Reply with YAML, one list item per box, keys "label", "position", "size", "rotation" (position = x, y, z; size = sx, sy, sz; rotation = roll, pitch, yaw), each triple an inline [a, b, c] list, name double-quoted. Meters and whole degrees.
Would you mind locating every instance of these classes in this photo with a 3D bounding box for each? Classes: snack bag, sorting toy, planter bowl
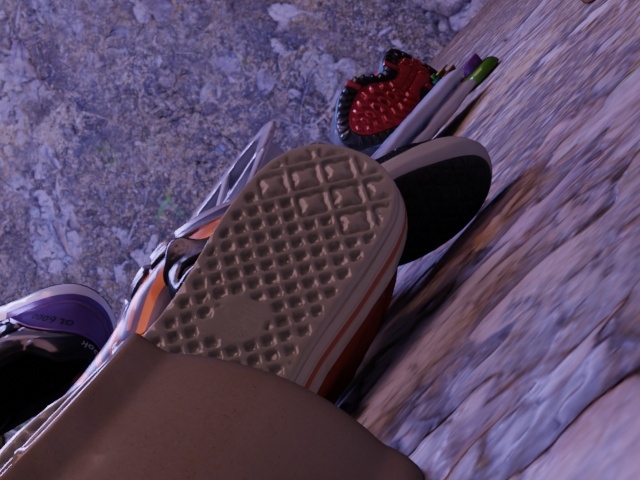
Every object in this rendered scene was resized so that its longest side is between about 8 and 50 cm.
- label: "snack bag"
  position: [0.000, 0.000, 1.586]
  size: [0.342, 0.037, 0.323]
  rotation: [-47, 2, 31]
- label: "sorting toy"
  position: [0.150, -0.180, 1.777]
  size: [0.061, 0.042, 0.102]
  rotation: [-48, 4, -25]
- label: "planter bowl"
  position: [-0.059, 0.101, 0.562]
  size: [0.162, 0.109, 0.162]
  rotation: [-46, 4, 4]

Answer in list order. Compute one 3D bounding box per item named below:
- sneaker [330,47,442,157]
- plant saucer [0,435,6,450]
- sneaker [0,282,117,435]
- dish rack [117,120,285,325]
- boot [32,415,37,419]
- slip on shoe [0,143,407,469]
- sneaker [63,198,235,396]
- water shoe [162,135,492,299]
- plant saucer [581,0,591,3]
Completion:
- label: "sneaker"
  position: [0.072, -0.128, 1.897]
  size: [0.125, 0.104, 0.262]
  rotation: [-64, -9, 27]
- label: "plant saucer"
  position: [-0.434, 0.271, 1.655]
  size: [0.333, 0.081, 0.333]
  rotation: [-46, -7, -19]
- label: "sneaker"
  position: [-0.319, 0.129, 1.428]
  size: [0.283, 0.107, 0.124]
  rotation: [-24, 21, 9]
- label: "dish rack"
  position: [-0.114, 0.068, 1.416]
  size: [0.285, 0.072, 0.333]
  rotation: [-50, 11, 28]
- label: "boot"
  position: [-0.320, 0.257, 1.479]
  size: [0.280, 0.096, 0.264]
  rotation: [-59, 0, 21]
- label: "slip on shoe"
  position: [-0.062, 0.098, 0.797]
  size: [0.331, 0.123, 0.101]
  rotation: [-53, -25, -26]
- label: "sneaker"
  position: [-0.110, 0.124, 1.009]
  size: [0.321, 0.124, 0.180]
  rotation: [-52, 8, 21]
- label: "water shoe"
  position: [0.002, -0.017, 0.945]
  size: [0.203, 0.080, 0.073]
  rotation: [-28, -46, -13]
- label: "plant saucer"
  position: [0.291, -0.291, 1.428]
  size: [0.200, 0.037, 0.200]
  rotation: [-45, 4, 4]
